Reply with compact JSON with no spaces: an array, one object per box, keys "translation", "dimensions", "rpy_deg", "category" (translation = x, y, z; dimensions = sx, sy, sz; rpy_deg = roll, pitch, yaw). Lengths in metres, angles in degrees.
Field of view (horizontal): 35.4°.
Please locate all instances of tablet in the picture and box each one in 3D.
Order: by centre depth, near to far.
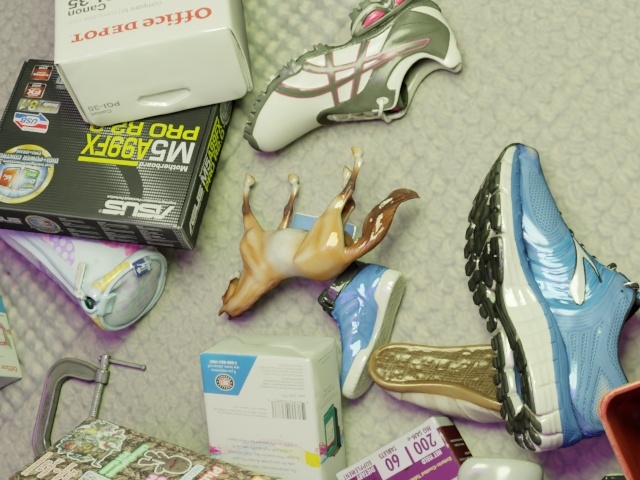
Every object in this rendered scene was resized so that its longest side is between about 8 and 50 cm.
[{"translation":[0.000,0.000,1.188],"dimensions":[0.083,0.006,0.054],"rpy_deg":[12,86,24],"category":"tablet"}]

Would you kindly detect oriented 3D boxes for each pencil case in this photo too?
[{"translation":[-0.318,0.000,1.255],"dimensions":[0.273,0.124,0.113],"rpy_deg":[37,136,25],"category":"pencil case"}]

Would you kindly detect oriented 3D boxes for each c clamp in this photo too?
[{"translation":[-0.302,0.215,1.267],"dimensions":[0.137,0.022,0.161],"rpy_deg":[15,87,23],"category":"c clamp"}]

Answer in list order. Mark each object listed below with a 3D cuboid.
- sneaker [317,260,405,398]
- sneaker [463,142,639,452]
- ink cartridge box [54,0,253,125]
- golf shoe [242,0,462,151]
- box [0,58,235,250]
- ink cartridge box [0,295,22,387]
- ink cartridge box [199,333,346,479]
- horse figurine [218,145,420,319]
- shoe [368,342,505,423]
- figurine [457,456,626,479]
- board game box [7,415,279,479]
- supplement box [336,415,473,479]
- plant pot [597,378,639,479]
[{"translation":[0.033,0.096,1.131],"dimensions":[0.084,0.058,0.152],"rpy_deg":[18,91,26],"category":"sneaker"},{"translation":[0.241,0.050,1.031],"dimensions":[0.147,0.130,0.330],"rpy_deg":[-3,65,-11],"category":"sneaker"},{"translation":[-0.200,-0.296,1.193],"dimensions":[0.207,0.117,0.283],"rpy_deg":[-11,58,3],"category":"ink cartridge box"},{"translation":[0.032,-0.176,1.155],"dimensions":[0.273,0.105,0.120],"rpy_deg":[-38,77,13],"category":"golf shoe"},{"translation":[-0.256,-0.107,1.200],"dimensions":[0.270,0.060,0.216],"rpy_deg":[7,63,14],"category":"box"},{"translation":[-0.445,0.130,1.302],"dimensions":[0.052,0.088,0.122],"rpy_deg":[-23,74,14],"category":"ink cartridge box"},{"translation":[-0.047,0.225,1.109],"dimensions":[0.134,0.078,0.231],"rpy_deg":[1,103,23],"category":"ink cartridge box"},{"translation":[-0.018,-0.008,1.142],"dimensions":[0.263,0.066,0.174],"rpy_deg":[-9,62,37],"category":"horse figurine"},{"translation":[0.161,0.153,1.076],"dimensions":[0.219,0.058,0.076],"rpy_deg":[7,56,19],"category":"shoe"},{"translation":[0.227,0.321,0.944],"dimensions":[0.215,0.092,0.209],"rpy_deg":[7,72,0],"category":"figurine"},{"translation":[-0.169,0.356,1.076],"dimensions":[0.291,0.141,0.232],"rpy_deg":[12,115,24],"category":"board game box"},{"translation":[0.132,0.319,1.046],"dimensions":[0.130,0.073,0.239],"rpy_deg":[-34,72,14],"category":"supplement box"},{"translation":[0.425,0.213,0.855],"dimensions":[0.267,0.236,0.267],"rpy_deg":[-25,73,18],"category":"plant pot"}]
